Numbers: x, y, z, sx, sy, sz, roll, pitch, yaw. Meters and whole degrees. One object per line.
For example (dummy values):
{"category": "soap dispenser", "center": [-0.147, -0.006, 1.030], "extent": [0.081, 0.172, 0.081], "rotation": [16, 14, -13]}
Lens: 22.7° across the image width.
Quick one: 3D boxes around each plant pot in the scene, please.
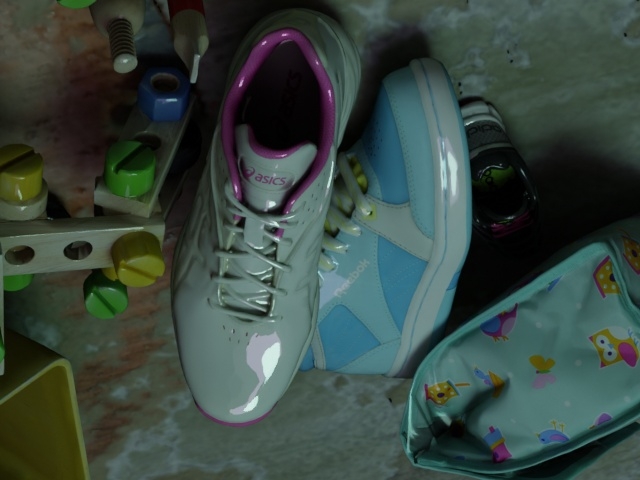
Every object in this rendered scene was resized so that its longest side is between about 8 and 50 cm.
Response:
{"category": "plant pot", "center": [-0.326, 0.169, 1.256], "extent": [0.212, 0.187, 0.212], "rotation": [-36, 143, -31]}

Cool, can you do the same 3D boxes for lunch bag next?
{"category": "lunch bag", "center": [0.209, 0.099, 1.317], "extent": [0.262, 0.160, 0.223], "rotation": [-39, 169, 31]}

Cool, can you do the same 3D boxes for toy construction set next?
{"category": "toy construction set", "center": [-0.174, -0.035, 1.089], "extent": [0.257, 0.237, 0.309], "rotation": [21, 125, -29]}

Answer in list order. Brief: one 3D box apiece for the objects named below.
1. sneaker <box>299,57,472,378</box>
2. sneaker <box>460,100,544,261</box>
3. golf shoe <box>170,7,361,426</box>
{"category": "sneaker", "center": [0.000, 0.000, 1.243], "extent": [0.208, 0.127, 0.319], "rotation": [-4, 133, -11]}
{"category": "sneaker", "center": [0.144, -0.030, 1.280], "extent": [0.063, 0.075, 0.170], "rotation": [-20, 134, 6]}
{"category": "golf shoe", "center": [-0.047, -0.016, 1.116], "extent": [0.115, 0.140, 0.306], "rotation": [9, 93, 2]}
